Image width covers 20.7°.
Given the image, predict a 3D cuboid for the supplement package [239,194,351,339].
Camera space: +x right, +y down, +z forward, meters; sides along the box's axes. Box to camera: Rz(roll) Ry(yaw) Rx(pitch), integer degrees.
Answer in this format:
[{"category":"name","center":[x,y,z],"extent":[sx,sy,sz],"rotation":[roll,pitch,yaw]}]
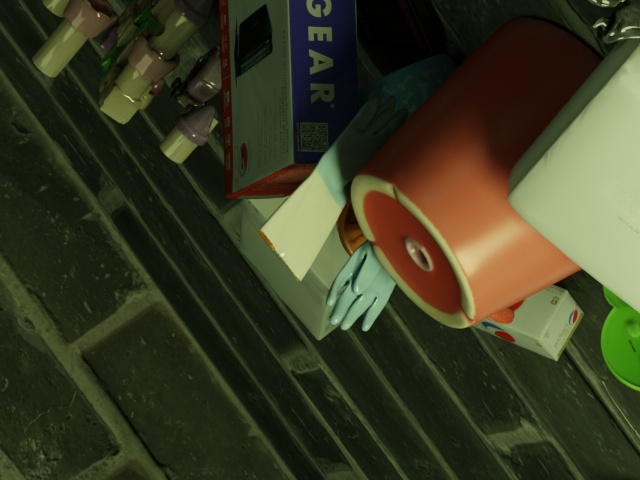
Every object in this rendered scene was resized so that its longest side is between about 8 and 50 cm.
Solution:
[{"category":"supplement package","center":[0.000,0.000,2.527],"extent":[0.194,0.149,0.203],"rotation":[49,162,15]}]

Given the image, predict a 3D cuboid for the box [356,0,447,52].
[{"category":"box","center":[0.074,-0.280,2.028],"extent":[0.162,0.029,0.116],"rotation":[19,141,59]}]

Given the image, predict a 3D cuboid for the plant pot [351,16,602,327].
[{"category":"plant pot","center":[0.184,-0.053,1.818],"extent":[0.275,0.243,0.275],"rotation":[46,161,21]}]

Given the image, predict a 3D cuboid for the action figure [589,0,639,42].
[{"category":"action figure","center":[0.247,-0.304,1.378],"extent":[0.164,0.141,0.275],"rotation":[45,150,47]}]

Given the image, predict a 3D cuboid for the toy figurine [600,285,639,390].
[{"category":"toy figurine","center":[0.372,0.125,1.919],"extent":[0.159,0.130,0.173],"rotation":[64,-176,-55]}]

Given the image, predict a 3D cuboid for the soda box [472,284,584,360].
[{"category":"soda box","center":[0.211,0.071,2.155],"extent":[0.216,0.074,0.069],"rotation":[22,165,37]}]

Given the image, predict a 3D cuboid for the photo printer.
[{"category":"photo printer","center":[0.329,-0.056,1.554],"extent":[0.256,0.107,0.307],"rotation":[39,149,2]}]

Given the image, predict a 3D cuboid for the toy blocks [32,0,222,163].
[{"category":"toy blocks","center":[-0.202,-0.308,2.433],"extent":[0.309,0.260,0.288],"rotation":[35,-160,-22]}]

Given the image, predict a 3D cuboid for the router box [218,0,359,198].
[{"category":"router box","center":[-0.042,-0.233,2.051],"extent":[0.301,0.082,0.335],"rotation":[160,109,-71]}]

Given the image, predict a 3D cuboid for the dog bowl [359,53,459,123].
[{"category":"dog bowl","center":[0.082,-0.143,2.061],"extent":[0.074,0.166,0.297],"rotation":[66,162,1]}]

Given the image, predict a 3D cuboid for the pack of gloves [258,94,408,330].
[{"category":"pack of gloves","center":[0.043,-0.030,1.890],"extent":[0.046,0.232,0.195],"rotation":[14,147,49]}]

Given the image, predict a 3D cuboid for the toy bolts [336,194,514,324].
[{"category":"toy bolts","center":[0.149,-0.023,2.054],"extent":[0.228,0.218,0.158],"rotation":[42,168,-23]}]
